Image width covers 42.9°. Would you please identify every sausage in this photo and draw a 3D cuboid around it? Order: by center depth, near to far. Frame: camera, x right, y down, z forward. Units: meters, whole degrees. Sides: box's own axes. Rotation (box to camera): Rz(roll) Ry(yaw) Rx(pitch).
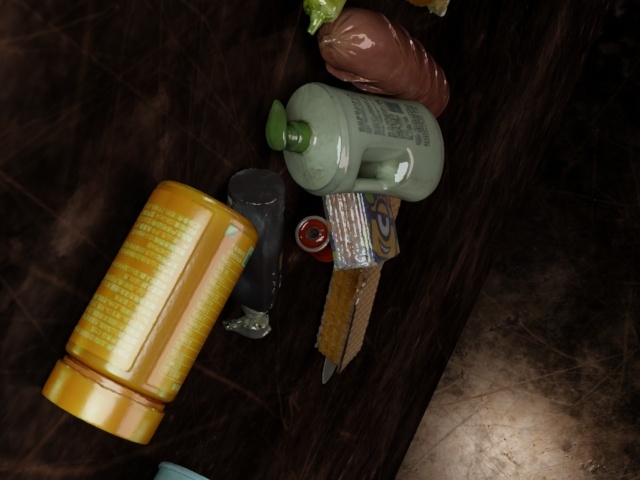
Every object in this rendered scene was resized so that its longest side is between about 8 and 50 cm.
[{"bbox_3d":[0.091,-0.204,0.978,0.087,0.088,0.433,-69,162,8],"label":"sausage"}]

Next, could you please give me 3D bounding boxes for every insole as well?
[{"bbox_3d":[0.033,0.151,1.380,0.080,0.003,0.232,-43,151,-51],"label":"insole"}]

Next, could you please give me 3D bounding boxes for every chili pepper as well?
[{"bbox_3d":[0.033,-0.266,0.806,0.043,0.049,0.208,-36,-169,44],"label":"chili pepper"}]

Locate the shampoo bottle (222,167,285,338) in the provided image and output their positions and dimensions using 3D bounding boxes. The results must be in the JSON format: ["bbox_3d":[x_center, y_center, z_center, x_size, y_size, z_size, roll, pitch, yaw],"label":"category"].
[{"bbox_3d":[-0.071,0.023,0.848,0.057,0.064,0.207,-62,163,-47],"label":"shampoo bottle"}]

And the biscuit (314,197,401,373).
[{"bbox_3d":[0.062,0.026,1.216,0.094,0.054,0.378,-38,147,-51],"label":"biscuit"}]

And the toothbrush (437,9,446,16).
[{"bbox_3d":[0.157,-0.388,1.038,0.026,0.022,0.263,-44,154,-24],"label":"toothbrush"}]

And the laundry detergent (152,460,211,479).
[{"bbox_3d":[-0.124,0.432,0.827,0.305,0.287,0.287,-58,160,-24],"label":"laundry detergent"}]

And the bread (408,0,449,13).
[{"bbox_3d":[0.148,-0.349,0.995,0.135,0.054,0.154,-67,164,16],"label":"bread"}]

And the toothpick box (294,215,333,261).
[{"bbox_3d":[0.000,0.000,1.032,0.047,0.047,0.083,-65,163,-5],"label":"toothpick box"}]

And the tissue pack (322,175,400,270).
[{"bbox_3d":[0.046,-0.044,0.997,0.109,0.060,0.148,-21,101,-68],"label":"tissue pack"}]

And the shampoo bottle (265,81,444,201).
[{"bbox_3d":[0.032,-0.103,0.861,0.234,0.087,0.118,-1,85,-48],"label":"shampoo bottle"}]

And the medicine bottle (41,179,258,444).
[{"bbox_3d":[-0.132,0.055,0.650,0.191,0.096,0.096,-63,162,-10],"label":"medicine bottle"}]
